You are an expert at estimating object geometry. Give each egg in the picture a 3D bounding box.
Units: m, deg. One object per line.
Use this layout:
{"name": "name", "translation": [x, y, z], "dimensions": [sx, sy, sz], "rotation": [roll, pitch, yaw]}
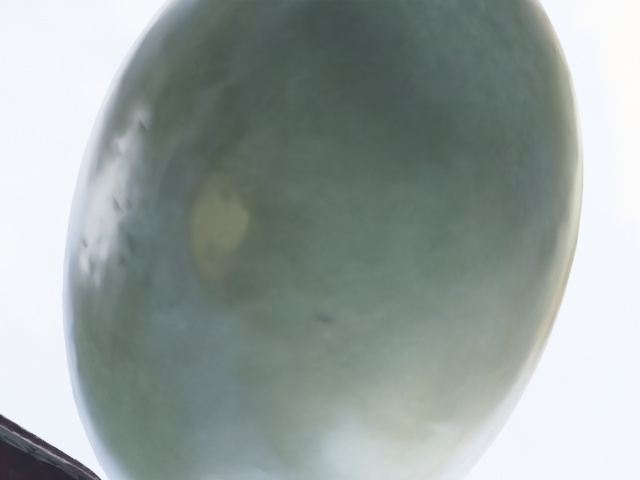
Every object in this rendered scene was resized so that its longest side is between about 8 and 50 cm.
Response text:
{"name": "egg", "translation": [0.000, 0.000, 0.923], "dimensions": [0.258, 0.352, 0.258], "rotation": [17, -169, -3]}

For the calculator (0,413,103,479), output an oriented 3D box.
{"name": "calculator", "translation": [-0.119, 0.042, 0.493], "dimensions": [0.190, 0.126, 0.034], "rotation": [40, -106, 9]}
